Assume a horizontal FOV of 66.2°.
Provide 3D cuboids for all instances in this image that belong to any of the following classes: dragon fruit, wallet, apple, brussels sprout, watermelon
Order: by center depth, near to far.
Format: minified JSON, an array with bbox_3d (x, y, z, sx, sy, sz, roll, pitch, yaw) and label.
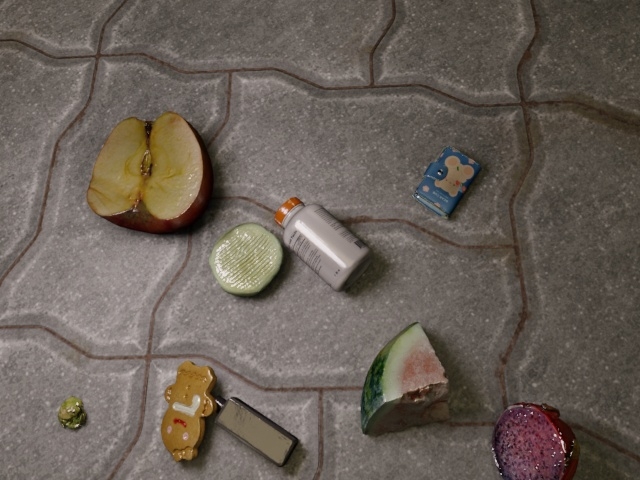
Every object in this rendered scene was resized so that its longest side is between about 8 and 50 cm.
[{"bbox_3d":[0.548,0.508,1.192,0.148,0.218,0.224,15,113,-24],"label":"dragon fruit"},{"bbox_3d":[0.226,0.375,1.282,0.231,0.193,0.310,23,59,31],"label":"watermelon"},{"bbox_3d":[-0.676,0.470,1.334,0.085,0.058,0.085,1,83,-8],"label":"brussels sprout"},{"bbox_3d":[-0.490,-0.199,1.444,0.328,0.295,0.365,10,68,-29],"label":"apple"},{"bbox_3d":[0.384,-0.181,1.501,0.141,0.059,0.202,34,77,7],"label":"wallet"}]

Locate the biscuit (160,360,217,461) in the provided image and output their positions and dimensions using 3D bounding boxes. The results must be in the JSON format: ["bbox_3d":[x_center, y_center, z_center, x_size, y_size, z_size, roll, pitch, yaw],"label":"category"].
[{"bbox_3d":[-0.354,0.449,1.296,0.184,0.035,0.249,6,77,34],"label":"biscuit"}]

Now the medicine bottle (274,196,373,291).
[{"bbox_3d":[0.000,0.000,1.407,0.288,0.157,0.157,42,78,16],"label":"medicine bottle"}]

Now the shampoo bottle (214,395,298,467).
[{"bbox_3d":[-0.179,0.488,1.282,0.246,0.080,0.079,29,74,13],"label":"shampoo bottle"}]

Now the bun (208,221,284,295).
[{"bbox_3d":[-0.216,0.059,1.427,0.221,0.108,0.221,1,75,-4],"label":"bun"}]
